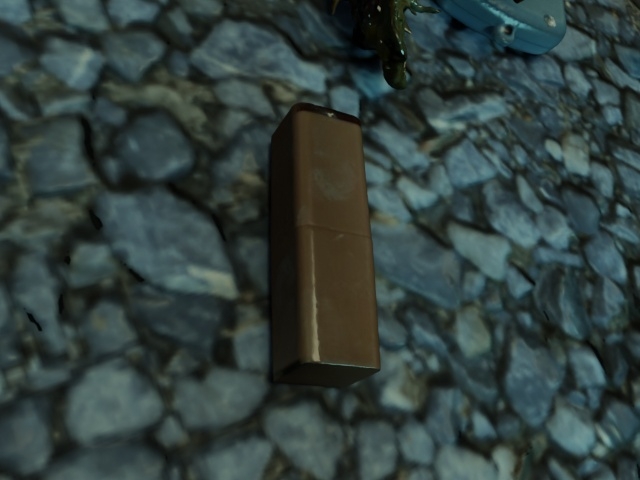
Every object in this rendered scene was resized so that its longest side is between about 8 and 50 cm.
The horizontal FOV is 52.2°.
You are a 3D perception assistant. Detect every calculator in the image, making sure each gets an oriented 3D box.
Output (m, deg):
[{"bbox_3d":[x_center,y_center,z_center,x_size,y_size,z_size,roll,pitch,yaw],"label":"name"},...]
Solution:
[{"bbox_3d":[0.149,-0.243,0.551,0.121,0.039,0.210,15,60,-19],"label":"calculator"}]

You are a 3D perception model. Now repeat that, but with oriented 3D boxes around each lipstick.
[{"bbox_3d":[0.000,0.000,0.345,0.045,0.045,0.146,11,61,-26],"label":"lipstick"}]

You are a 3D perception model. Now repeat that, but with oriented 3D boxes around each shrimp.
[{"bbox_3d":[0.098,-0.210,0.465,0.173,0.058,0.253,2,59,6],"label":"shrimp"}]
